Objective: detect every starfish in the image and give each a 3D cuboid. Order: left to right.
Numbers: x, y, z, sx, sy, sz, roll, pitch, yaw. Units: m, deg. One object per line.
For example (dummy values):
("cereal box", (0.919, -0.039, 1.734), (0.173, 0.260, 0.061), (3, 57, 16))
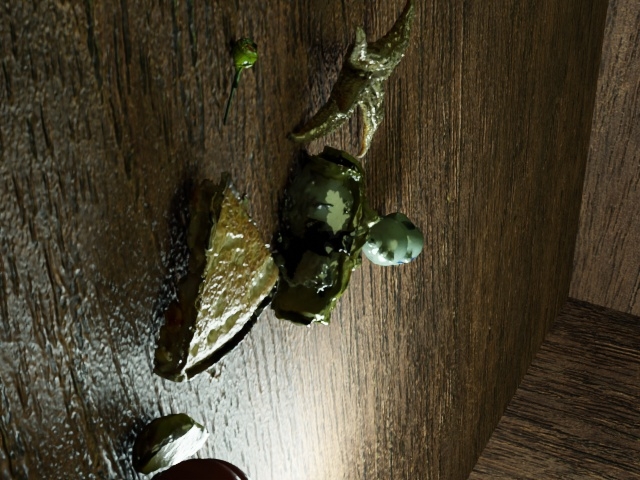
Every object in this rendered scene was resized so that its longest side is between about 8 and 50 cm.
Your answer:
("starfish", (0.048, -0.237, 1.667), (0.293, 0.084, 0.301), (-40, 157, -61))

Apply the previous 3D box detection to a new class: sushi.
("sushi", (0.004, -0.001, 1.662), (0.131, 0.139, 0.291), (2, 105, -58))

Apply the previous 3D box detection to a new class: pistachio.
("pistachio", (-0.211, 0.272, 1.462), (0.089, 0.049, 0.173), (-52, 162, 12))

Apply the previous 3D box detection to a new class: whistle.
("whistle", (0.137, -0.001, 1.998), (0.092, 0.110, 0.244), (-47, 164, 20))

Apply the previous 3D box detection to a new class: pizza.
("pizza", (-0.157, 0.066, 1.421), (0.251, 0.074, 0.288), (-61, 152, -28))

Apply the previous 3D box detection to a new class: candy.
("candy", (-0.113, -0.211, 1.408), (0.035, 0.035, 0.123), (12, 107, -23))

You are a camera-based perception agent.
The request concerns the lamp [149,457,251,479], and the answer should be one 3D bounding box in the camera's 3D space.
("lamp", (-0.167, 0.412, 1.447), (0.227, 0.227, 0.227), (-45, 143, -48))
